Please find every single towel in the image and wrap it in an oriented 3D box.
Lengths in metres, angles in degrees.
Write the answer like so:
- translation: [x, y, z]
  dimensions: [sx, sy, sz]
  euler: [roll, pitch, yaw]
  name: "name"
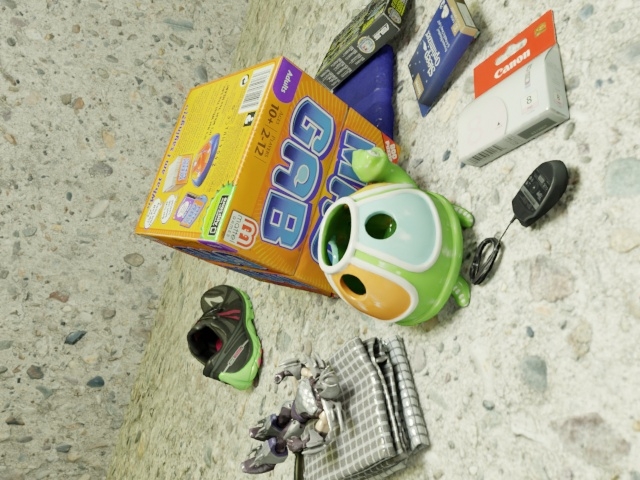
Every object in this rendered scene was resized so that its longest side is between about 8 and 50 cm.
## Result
- translation: [0.110, -0.327, 1.314]
  dimensions: [0.227, 0.076, 0.308]
  euler: [-26, 52, 47]
  name: "towel"
- translation: [0.059, 0.337, 0.978]
  dimensions: [0.284, 0.121, 0.235]
  euler: [-49, 36, 39]
  name: "towel"

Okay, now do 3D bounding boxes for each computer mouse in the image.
- translation: [0.311, -0.020, 0.804]
  dimensions: [0.071, 0.041, 0.242]
  euler: [-95, 26, -51]
  name: "computer mouse"

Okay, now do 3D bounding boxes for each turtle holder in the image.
- translation: [0.128, -0.015, 0.925]
  dimensions: [0.243, 0.227, 0.321]
  euler: [9, 84, 63]
  name: "turtle holder"

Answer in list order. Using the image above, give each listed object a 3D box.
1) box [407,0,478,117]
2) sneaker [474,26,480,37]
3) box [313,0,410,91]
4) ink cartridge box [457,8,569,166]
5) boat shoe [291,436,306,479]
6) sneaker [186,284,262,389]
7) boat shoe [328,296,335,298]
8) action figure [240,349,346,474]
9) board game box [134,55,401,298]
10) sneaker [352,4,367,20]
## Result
- translation: [0.242, -0.386, 1.077]
  dimensions: [0.225, 0.036, 0.137]
  euler: [116, 154, -49]
  name: "box"
- translation: [0.286, -0.432, 1.068]
  dimensions: [0.069, 0.038, 0.098]
  euler: [-52, 33, 34]
  name: "sneaker"
- translation: [0.112, -0.537, 1.332]
  dimensions: [0.270, 0.060, 0.216]
  euler: [-30, 32, 45]
  name: "box"
- translation: [0.323, -0.269, 0.894]
  dimensions: [0.189, 0.066, 0.233]
  euler: [-31, 53, 53]
  name: "ink cartridge box"
- translation: [-0.029, 0.456, 1.121]
  dimensions: [0.095, 0.079, 0.255]
  euler: [-41, 41, 47]
  name: "boat shoe"
- translation: [-0.330, 0.278, 1.651]
  dimensions: [0.185, 0.202, 0.483]
  euler: [-66, 28, 14]
  name: "sneaker"
- translation: [0.000, 0.000, 1.292]
  dimensions: [0.110, 0.104, 0.307]
  euler: [-42, 41, 45]
  name: "boat shoe"
- translation: [-0.048, 0.329, 0.958]
  dimensions: [0.285, 0.099, 0.185]
  euler: [-54, 30, 31]
  name: "action figure"
- translation: [-0.111, -0.110, 1.100]
  dimensions: [0.356, 0.356, 0.357]
  euler: [5, 74, 49]
  name: "board game box"
- translation: [0.129, -0.641, 1.480]
  dimensions: [0.135, 0.052, 0.058]
  euler: [-142, 61, -69]
  name: "sneaker"
